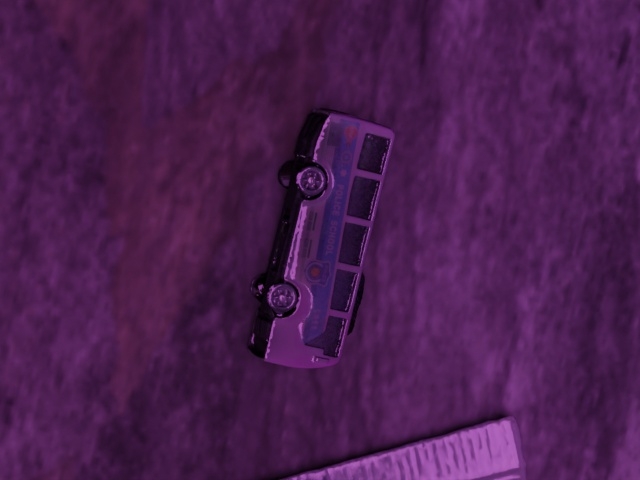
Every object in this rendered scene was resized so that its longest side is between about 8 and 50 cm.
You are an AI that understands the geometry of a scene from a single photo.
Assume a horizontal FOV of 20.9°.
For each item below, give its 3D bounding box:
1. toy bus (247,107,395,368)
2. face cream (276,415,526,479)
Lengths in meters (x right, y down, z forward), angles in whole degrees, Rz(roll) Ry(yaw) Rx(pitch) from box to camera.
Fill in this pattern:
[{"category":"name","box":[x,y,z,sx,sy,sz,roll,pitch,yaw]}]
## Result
[{"category":"toy bus","box":[0.000,0.000,0.874,0.052,0.037,0.130,13,92,-19]},{"category":"face cream","box":[0.044,0.323,0.891,0.235,0.137,0.420,-14,91,-11]}]
